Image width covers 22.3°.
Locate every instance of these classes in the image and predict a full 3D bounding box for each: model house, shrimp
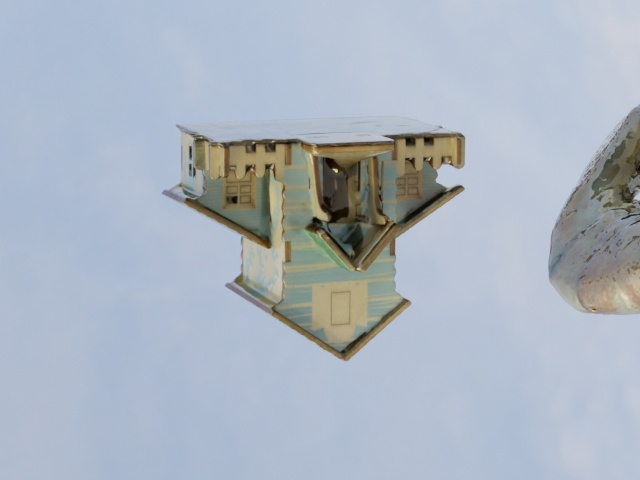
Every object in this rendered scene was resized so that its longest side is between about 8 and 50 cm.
[{"bbox_3d":[0.000,0.000,1.468,0.271,0.178,0.206,-4,-77,-25],"label":"model house"},{"bbox_3d":[0.185,-0.036,0.700,0.035,0.195,0.148,48,-129,-28],"label":"shrimp"}]
